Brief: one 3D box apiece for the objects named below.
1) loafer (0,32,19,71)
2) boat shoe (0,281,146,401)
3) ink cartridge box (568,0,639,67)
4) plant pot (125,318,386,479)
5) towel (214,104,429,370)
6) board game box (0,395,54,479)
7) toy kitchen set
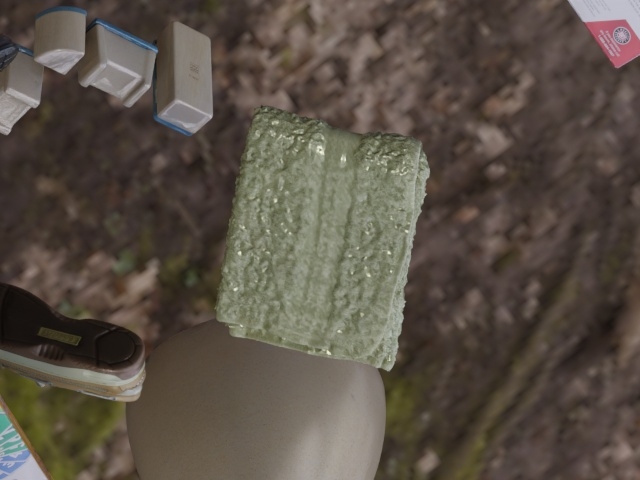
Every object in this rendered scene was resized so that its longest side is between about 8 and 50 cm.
[{"bbox_3d":[-0.330,-0.147,1.611,0.170,0.061,0.062,-23,165,-37],"label":"loafer"},{"bbox_3d":[-0.235,0.093,1.606,0.072,0.190,0.068,93,22,-48],"label":"boat shoe"},{"bbox_3d":[0.266,-0.219,1.554,0.135,0.099,0.056,-32,-158,17],"label":"ink cartridge box"},{"bbox_3d":[-0.064,0.244,2.051,0.284,0.191,0.284,-3,132,-3],"label":"plant pot"},{"bbox_3d":[0.000,0.000,1.083,0.027,0.110,0.148,-61,162,-60],"label":"towel"},{"bbox_3d":[-0.281,0.184,1.497,0.124,0.039,0.259,-25,154,-6],"label":"board game box"},{"bbox_3d":[-0.249,-0.176,2.132,0.207,0.122,0.166,25,134,-31],"label":"toy kitchen set"}]
